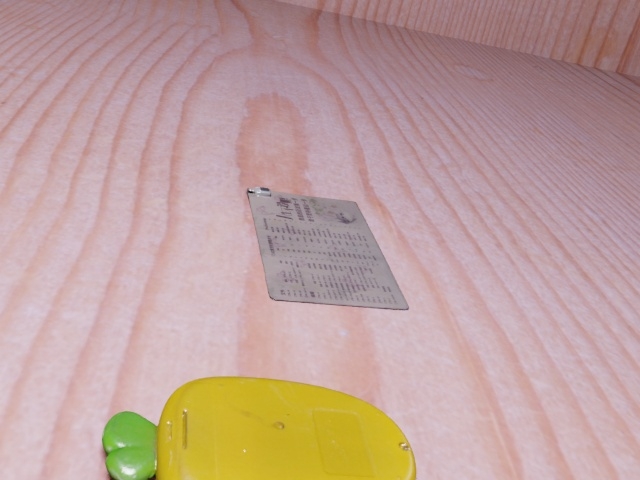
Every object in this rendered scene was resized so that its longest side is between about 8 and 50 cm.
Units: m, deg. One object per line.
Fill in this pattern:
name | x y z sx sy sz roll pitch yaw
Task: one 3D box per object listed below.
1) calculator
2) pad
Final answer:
calculator | -0.041 0.155 0.520 0.234 0.032 0.146 7 28 -16
pad | 0.000 0.001 0.853 0.159 0.009 0.265 6 29 -16
